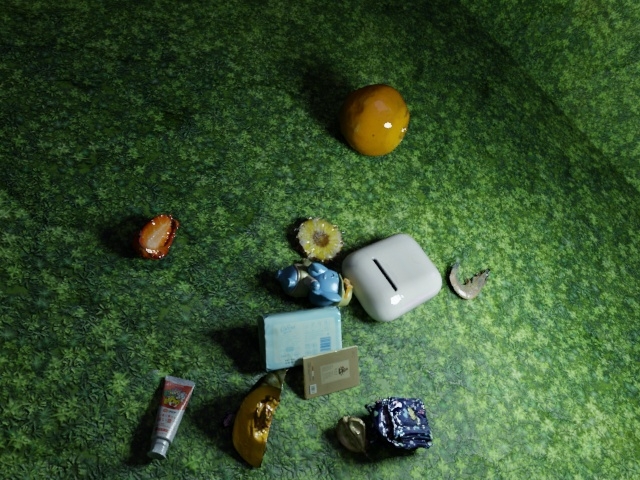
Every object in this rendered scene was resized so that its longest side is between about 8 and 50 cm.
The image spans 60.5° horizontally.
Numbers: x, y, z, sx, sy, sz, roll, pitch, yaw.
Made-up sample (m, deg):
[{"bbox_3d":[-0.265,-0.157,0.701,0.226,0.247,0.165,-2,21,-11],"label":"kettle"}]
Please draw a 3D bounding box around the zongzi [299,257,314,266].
[{"bbox_3d":[-0.043,0.112,1.983,0.083,0.040,0.076,32,56,-22],"label":"zongzi"}]

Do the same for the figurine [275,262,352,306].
[{"bbox_3d":[-0.015,0.157,1.878,0.262,0.180,0.153,15,73,-22],"label":"figurine"}]

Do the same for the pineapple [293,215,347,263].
[{"bbox_3d":[0.000,0.000,2.069,0.221,0.047,0.221,10,58,-17],"label":"pineapple"}]

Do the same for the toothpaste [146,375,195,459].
[{"bbox_3d":[-0.429,0.497,1.553,0.090,0.057,0.234,16,45,-8],"label":"toothpaste"}]

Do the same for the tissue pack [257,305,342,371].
[{"bbox_3d":[-0.065,0.309,1.761,0.264,0.089,0.177,-5,95,-22],"label":"tissue pack"}]

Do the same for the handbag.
[{"bbox_3d":[0.254,0.572,1.713,0.260,0.113,0.161,21,49,-41],"label":"handbag"}]

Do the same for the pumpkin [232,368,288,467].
[{"bbox_3d":[-0.180,0.496,1.620,0.112,0.163,0.278,15,97,2],"label":"pumpkin"}]

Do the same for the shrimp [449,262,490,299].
[{"bbox_3d":[0.597,0.146,2.211,0.219,0.046,0.152,-33,77,-35],"label":"shrimp"}]

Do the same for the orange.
[{"bbox_3d":[0.230,-0.518,2.351,0.313,0.312,0.311,11,54,-15],"label":"orange"}]

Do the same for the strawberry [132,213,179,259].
[{"bbox_3d":[-0.550,-0.007,1.833,0.121,0.082,0.188,46,41,-13],"label":"strawberry"}]

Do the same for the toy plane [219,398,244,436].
[{"bbox_3d":[-0.256,0.517,1.618,0.049,0.031,0.120,37,54,-2],"label":"toy plane"}]

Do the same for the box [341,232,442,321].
[{"bbox_3d":[0.266,0.130,2.024,0.349,0.141,0.288,-22,69,-32],"label":"box"}]

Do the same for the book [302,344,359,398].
[{"bbox_3d":[0.035,0.422,1.762,0.199,0.016,0.138,-7,99,-26],"label":"book"}]

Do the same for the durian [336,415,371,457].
[{"bbox_3d":[0.115,0.594,1.680,0.140,0.110,0.071,54,31,16],"label":"durian"}]
